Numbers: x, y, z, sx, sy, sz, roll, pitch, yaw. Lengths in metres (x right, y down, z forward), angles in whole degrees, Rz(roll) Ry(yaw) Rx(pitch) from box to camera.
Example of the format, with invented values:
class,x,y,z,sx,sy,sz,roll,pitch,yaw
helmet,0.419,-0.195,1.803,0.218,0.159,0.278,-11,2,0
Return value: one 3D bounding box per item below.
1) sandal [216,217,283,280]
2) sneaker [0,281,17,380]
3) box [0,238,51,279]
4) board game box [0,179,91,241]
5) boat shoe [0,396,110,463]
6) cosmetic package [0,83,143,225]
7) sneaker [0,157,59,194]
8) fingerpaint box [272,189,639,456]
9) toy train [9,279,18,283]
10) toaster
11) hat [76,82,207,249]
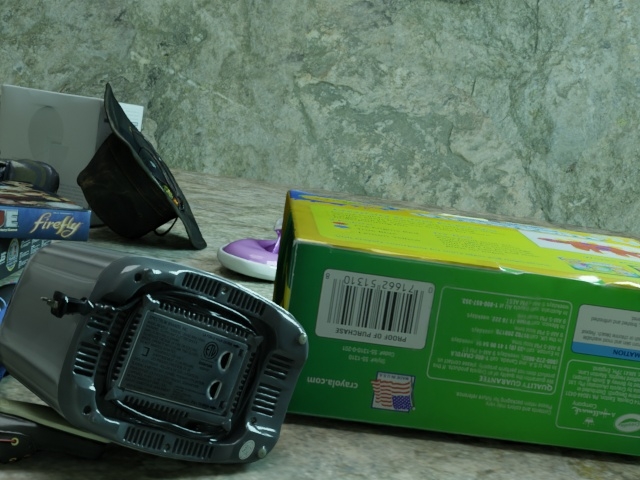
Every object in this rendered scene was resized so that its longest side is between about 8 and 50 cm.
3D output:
class,x,y,z,sx,sy,sz,roll,pitch,yaw
sandal,-0.013,-0.003,1.476,0.169,0.102,0.416,14,10,35
sneaker,-0.295,0.078,0.729,0.091,0.081,0.232,14,8,-9
box,-0.492,-0.005,1.166,0.217,0.060,0.270,8,8,-1
board game box,-0.419,-0.045,1.155,0.165,0.042,0.243,2,10,-37
boat shoe,-0.211,0.130,0.613,0.133,0.042,0.049,17,-6,-15
cosmetic package,-0.466,-0.156,1.648,0.224,0.224,0.138,12,7,22
sneaker,-0.584,-0.103,1.475,0.300,0.111,0.121,2,-19,-1
fingerpaint box,0.175,0.074,0.936,0.445,0.163,0.371,8,9,-5
toy train,-0.278,0.057,1.008,0.167,0.046,0.125,8,8,-5
toaster,-0.132,0.076,0.651,0.227,0.129,0.147,24,-9,-42
hat,-0.324,-0.095,1.499,0.134,0.331,0.331,-30,11,-1
